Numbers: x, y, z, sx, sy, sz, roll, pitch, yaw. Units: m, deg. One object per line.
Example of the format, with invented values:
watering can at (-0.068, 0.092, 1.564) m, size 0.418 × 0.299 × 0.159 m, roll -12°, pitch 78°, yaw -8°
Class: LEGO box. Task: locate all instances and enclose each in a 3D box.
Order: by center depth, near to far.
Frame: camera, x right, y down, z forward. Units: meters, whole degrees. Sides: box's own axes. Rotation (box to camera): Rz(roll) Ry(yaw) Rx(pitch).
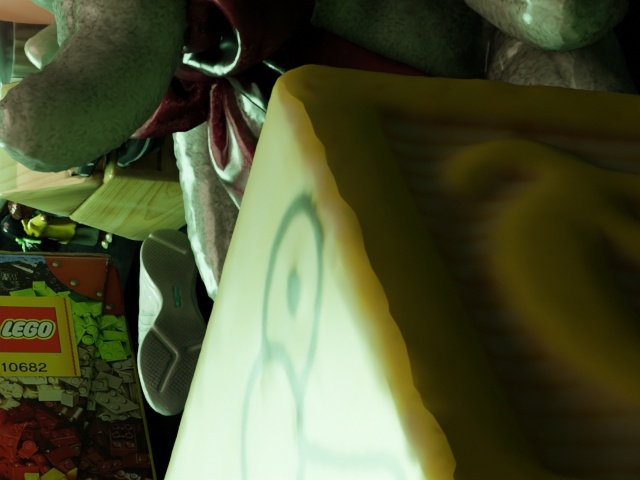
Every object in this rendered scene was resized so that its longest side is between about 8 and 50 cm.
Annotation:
LEGO box at (-0.292, 0.313, 1.385) m, size 0.372 × 0.193 × 0.500 m, roll -108°, pitch 27°, yaw -44°

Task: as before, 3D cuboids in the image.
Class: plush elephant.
plush elephant at (-0.032, -0.091, 0.619) m, size 0.272 × 0.255 × 0.330 m, roll -37°, pitch 46°, yaw 47°

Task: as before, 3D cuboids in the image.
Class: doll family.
doll family at (-0.246, -0.028, 1.440) m, size 0.193 × 0.111 × 0.076 m, roll 131°, pitch 138°, yaw -59°

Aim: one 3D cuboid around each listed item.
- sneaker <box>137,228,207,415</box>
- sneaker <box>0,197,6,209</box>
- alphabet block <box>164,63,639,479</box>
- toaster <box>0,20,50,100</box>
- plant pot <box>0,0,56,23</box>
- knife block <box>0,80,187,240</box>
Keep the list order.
sneaker at (-0.112, 0.068, 1.161) m, size 0.061 × 0.054 × 0.152 m, roll 105°, pitch 164°, yaw -54°
sneaker at (-0.331, -0.167, 1.485) m, size 0.108 × 0.169 × 0.292 m, roll -21°, pitch 48°, yaw 69°
alphabet block at (0.071, 0.087, 0.441) m, size 0.192 × 0.193 × 0.197 m, roll -112°, pitch 32°, yaw -46°
toaster at (-0.233, -0.188, 1.376) m, size 0.129 × 0.146 × 0.227 m, roll 114°, pitch 151°, yaw -42°
plant pot at (-0.172, -0.273, 1.095) m, size 0.243 × 0.275 × 0.275 m, roll 33°, pitch 118°, yaw 58°
knife block at (-0.099, -0.073, 1.120) m, size 0.276 × 0.242 × 0.088 m, roll 23°, pitch -116°, yaw -63°
